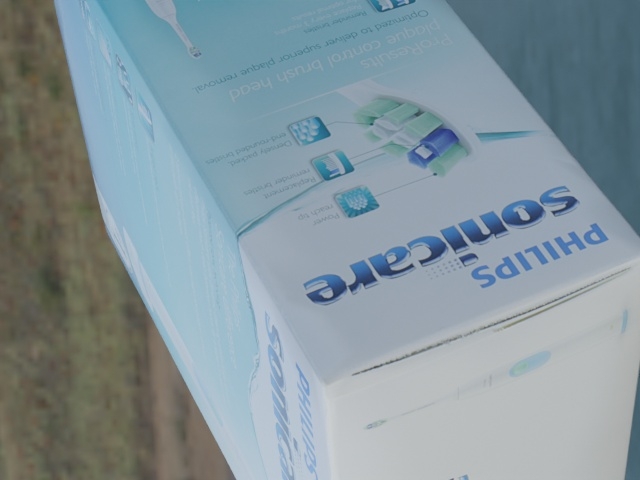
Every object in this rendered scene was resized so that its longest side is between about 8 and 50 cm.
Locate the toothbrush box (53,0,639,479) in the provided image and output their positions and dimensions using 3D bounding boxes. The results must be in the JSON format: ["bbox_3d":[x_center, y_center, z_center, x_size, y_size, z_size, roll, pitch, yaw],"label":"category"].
[{"bbox_3d":[0.000,0.000,0.694,0.216,0.126,0.295,85,160,-47],"label":"toothbrush box"}]
